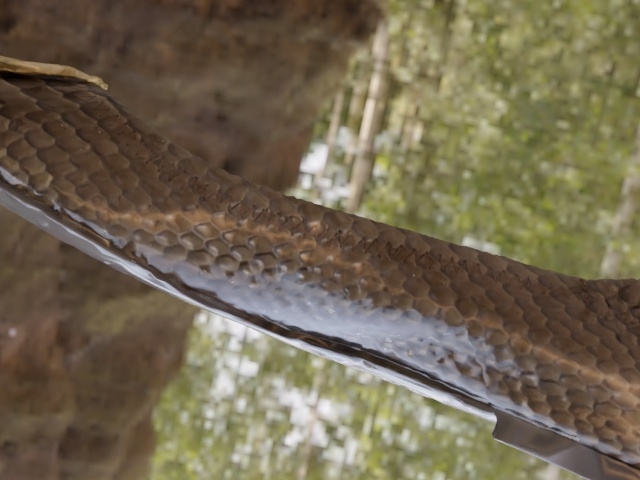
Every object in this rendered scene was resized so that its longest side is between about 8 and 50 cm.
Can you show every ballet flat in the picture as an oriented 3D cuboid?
[{"bbox_3d":[0.000,0.000,0.464,0.249,0.058,0.084,24,179,5],"label":"ballet flat"}]
